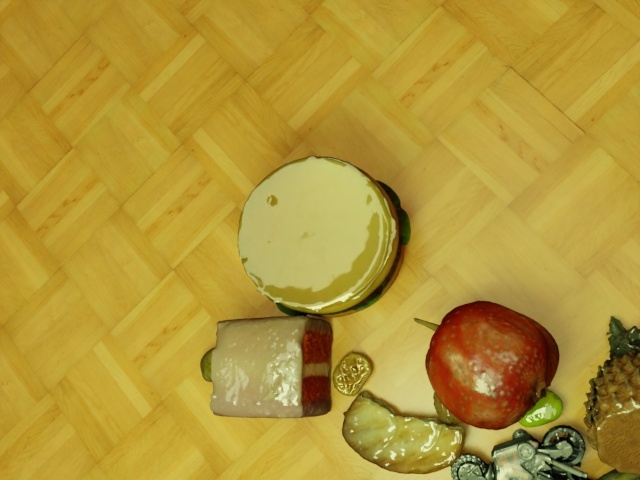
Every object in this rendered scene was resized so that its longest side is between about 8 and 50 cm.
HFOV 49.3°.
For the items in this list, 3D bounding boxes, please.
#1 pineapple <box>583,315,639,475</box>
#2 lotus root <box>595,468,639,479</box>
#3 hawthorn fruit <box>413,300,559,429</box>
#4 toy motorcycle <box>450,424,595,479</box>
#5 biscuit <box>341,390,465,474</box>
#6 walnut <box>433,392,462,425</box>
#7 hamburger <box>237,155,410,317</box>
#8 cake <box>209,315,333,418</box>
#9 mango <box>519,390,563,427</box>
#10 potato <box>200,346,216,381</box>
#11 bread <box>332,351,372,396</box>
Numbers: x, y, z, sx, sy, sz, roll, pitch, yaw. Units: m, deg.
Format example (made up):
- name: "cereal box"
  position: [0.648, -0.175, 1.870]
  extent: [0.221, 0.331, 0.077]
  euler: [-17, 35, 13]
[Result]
- name: "pineapple"
  position: [0.657, 0.301, 1.456]
  extent: [0.223, 0.357, 0.223]
  euler: [7, 121, 11]
- name: "lotus root"
  position: [0.647, 0.596, 1.447]
  extent: [0.260, 0.149, 0.267]
  euler: [-16, 94, 5]
- name: "hawthorn fruit"
  position: [0.344, 0.253, 1.537]
  extent: [0.330, 0.287, 0.287]
  euler: [31, 91, 27]
- name: "toy motorcycle"
  position: [0.453, 0.524, 1.557]
  extent: [0.307, 0.108, 0.173]
  euler: [-19, 86, 11]
- name: "biscuit"
  position: [0.185, 0.465, 1.636]
  extent: [0.299, 0.045, 0.154]
  euler: [15, 86, 31]
- name: "walnut"
  position: [0.303, 0.382, 1.630]
  extent: [0.079, 0.082, 0.096]
  euler: [-21, 77, 40]
- name: "hamburger"
  position: [0.000, 0.000, 1.664]
  extent: [0.395, 0.277, 0.396]
  euler: [-2, 81, 12]
- name: "cake"
  position: [-0.105, 0.301, 1.639]
  extent: [0.230, 0.309, 0.237]
  euler: [-4, 78, 12]
- name: "mango"
  position: [0.497, 0.385, 1.585]
  extent: [0.108, 0.056, 0.073]
  euler: [-35, 65, 7]
- name: "potato"
  position: [-0.252, 0.313, 1.795]
  extent: [0.138, 0.070, 0.091]
  euler: [-30, 74, 9]
- name: "bread"
  position: [0.077, 0.328, 1.717]
  extent: [0.083, 0.044, 0.111]
  euler: [35, 90, 21]
